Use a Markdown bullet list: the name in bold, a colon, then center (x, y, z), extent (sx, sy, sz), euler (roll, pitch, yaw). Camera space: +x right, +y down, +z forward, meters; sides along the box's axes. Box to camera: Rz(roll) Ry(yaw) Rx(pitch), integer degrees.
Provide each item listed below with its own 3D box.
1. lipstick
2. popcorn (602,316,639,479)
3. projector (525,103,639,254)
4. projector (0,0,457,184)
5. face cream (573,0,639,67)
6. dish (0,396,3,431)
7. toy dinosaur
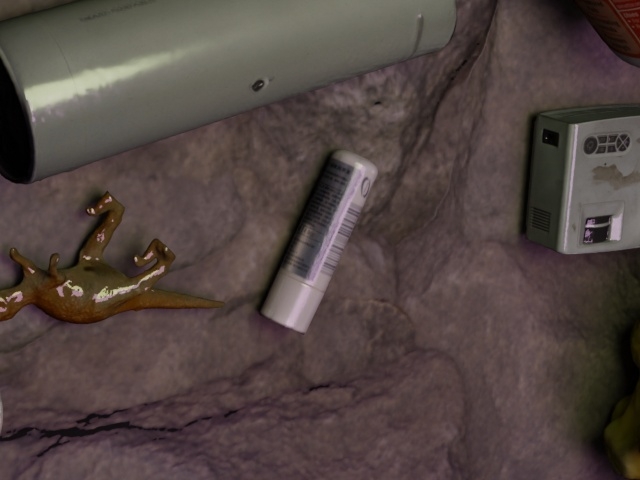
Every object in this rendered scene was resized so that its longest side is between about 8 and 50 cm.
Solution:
- **lipstick**: center (0.000, 0.000, 1.232), extent (0.040, 0.040, 0.141), euler (24, 91, -36)
- **popcorn**: center (0.410, 0.130, 1.436), extent (0.334, 0.294, 0.292), euler (95, 11, -47)
- **projector**: center (0.243, -0.054, 1.362), extent (0.147, 0.061, 0.115), euler (-6, 106, -32)
- **projector**: center (-0.068, -0.134, 1.105), extent (0.337, 0.108, 0.108), euler (-21, 115, -27)
- **face cream**: center (0.261, -0.257, 1.227), extent (0.201, 0.201, 0.187), euler (-52, 124, -10)
- **dish**: center (-0.273, 0.114, 1.074), extent (0.141, 0.078, 0.141), euler (0, 86, 0)
- **toy dinosaur**: center (-0.155, 0.044, 1.150), extent (0.126, 0.039, 0.162), euler (-43, 129, -3)
